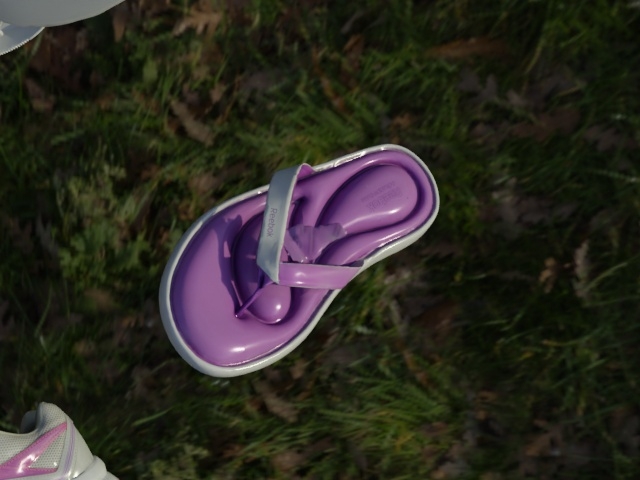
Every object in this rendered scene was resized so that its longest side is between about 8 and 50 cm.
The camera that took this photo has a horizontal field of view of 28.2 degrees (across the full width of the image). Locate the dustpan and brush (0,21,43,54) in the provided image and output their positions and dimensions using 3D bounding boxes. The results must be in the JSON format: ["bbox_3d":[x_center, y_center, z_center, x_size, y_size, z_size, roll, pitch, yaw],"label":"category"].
[{"bbox_3d":[-0.467,-0.253,1.633,0.211,0.147,0.060,-16,74,25],"label":"dustpan and brush"}]

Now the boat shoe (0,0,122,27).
[{"bbox_3d":[-0.162,-0.268,1.034,0.267,0.096,0.088,-30,43,9],"label":"boat shoe"}]

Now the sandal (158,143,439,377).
[{"bbox_3d":[-0.010,-0.012,1.357,0.169,0.102,0.416,49,49,3],"label":"sandal"}]

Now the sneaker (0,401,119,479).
[{"bbox_3d":[-0.298,0.216,1.061,0.252,0.103,0.111,-24,85,-40],"label":"sneaker"}]
